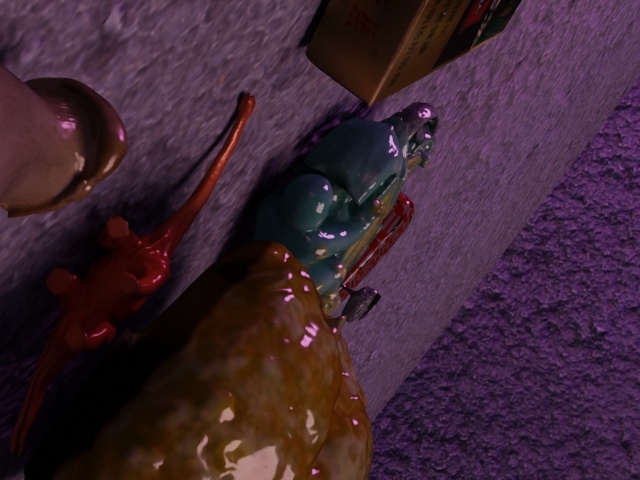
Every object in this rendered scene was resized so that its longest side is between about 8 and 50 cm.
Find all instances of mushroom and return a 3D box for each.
[{"bbox_3d":[-0.156,-0.032,0.453,0.097,0.088,0.212,-44,176,17],"label":"mushroom"}]

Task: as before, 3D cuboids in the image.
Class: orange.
[{"bbox_3d":[-0.078,0.156,0.840,0.271,0.210,0.369,-53,180,-21],"label":"orange"}]

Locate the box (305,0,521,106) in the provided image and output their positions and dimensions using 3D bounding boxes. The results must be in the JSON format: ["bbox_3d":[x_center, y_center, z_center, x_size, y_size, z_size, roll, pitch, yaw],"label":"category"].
[{"bbox_3d":[0.101,-0.205,0.882,0.240,0.071,0.159,-35,157,-51],"label":"box"}]

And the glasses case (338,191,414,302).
[{"bbox_3d":[0.026,0.023,1.306,0.194,0.049,0.073,-47,168,-15],"label":"glasses case"}]

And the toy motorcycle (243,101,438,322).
[{"bbox_3d":[-0.001,0.002,1.036,0.296,0.109,0.198,-54,164,10],"label":"toy motorcycle"}]

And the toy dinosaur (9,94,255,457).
[{"bbox_3d":[-0.123,0.014,0.778,0.280,0.055,0.101,-51,177,-5],"label":"toy dinosaur"}]
